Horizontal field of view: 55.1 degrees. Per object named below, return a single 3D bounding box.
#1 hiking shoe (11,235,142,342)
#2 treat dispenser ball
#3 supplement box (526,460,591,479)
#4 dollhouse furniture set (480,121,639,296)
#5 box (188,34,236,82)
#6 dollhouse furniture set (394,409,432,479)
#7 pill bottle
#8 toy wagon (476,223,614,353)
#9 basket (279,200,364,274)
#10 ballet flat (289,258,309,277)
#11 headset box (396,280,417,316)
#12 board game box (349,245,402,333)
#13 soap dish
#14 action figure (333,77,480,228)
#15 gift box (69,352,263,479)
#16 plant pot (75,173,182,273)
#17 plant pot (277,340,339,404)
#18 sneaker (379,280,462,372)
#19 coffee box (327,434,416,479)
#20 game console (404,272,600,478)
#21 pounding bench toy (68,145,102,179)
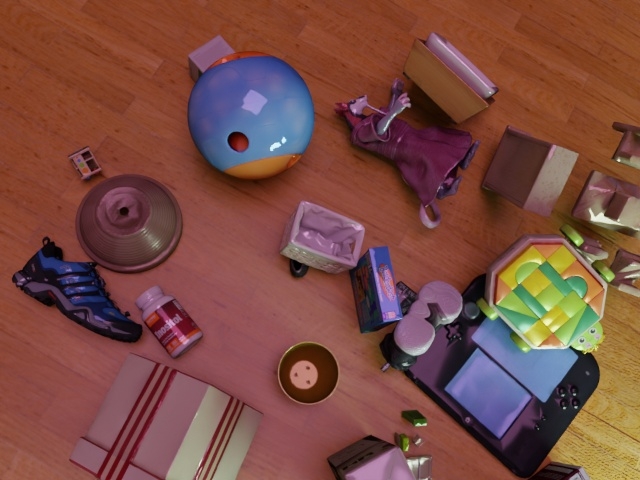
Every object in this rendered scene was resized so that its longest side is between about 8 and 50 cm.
[{"bbox_3d":[-0.507,0.111,1.327,0.304,0.113,0.132,30,73,0],"label":"hiking shoe"},{"bbox_3d":[-0.156,-0.282,1.400,0.288,0.288,0.288,2,74,-8],"label":"treat dispenser ball"},{"bbox_3d":[0.470,0.583,1.343,0.239,0.130,0.073,-27,81,-14],"label":"supplement box"},{"bbox_3d":[0.639,-0.119,1.495,0.394,0.256,0.362,17,106,-12],"label":"dollhouse furniture set"},{"bbox_3d":[-0.261,-0.428,1.521,0.102,0.101,0.087,-39,83,-17],"label":"box"},{"bbox_3d":[0.208,0.468,1.390,0.076,0.058,0.151,-1,94,-17],"label":"dollhouse furniture set"},{"bbox_3d":[-0.336,0.177,1.351,0.086,0.086,0.152,-39,83,-17],"label":"pill bottle"},{"bbox_3d":[0.535,0.139,1.390,0.344,0.068,0.267,44,100,-13],"label":"toy wagon"},{"bbox_3d":[0.000,0.000,1.406,0.167,0.103,0.113,21,64,-15],"label":"basket"},{"bbox_3d":[-0.040,0.005,1.464,0.058,0.049,0.173,6,74,-4],"label":"ballet flat"},{"bbox_3d":[0.203,0.147,1.472,0.083,0.032,0.062,39,73,2],"label":"headset box"},{"bbox_3d":[0.119,0.116,1.375,0.047,0.210,0.160,-7,77,-12],"label":"board game box"},{"bbox_3d":[0.326,-0.400,1.529,0.229,0.291,0.118,44,113,3],"label":"soap dish"},{"bbox_3d":[0.193,-0.244,1.537,0.370,0.248,0.275,25,115,11],"label":"action figure"},{"bbox_3d":[-0.277,0.405,1.194,0.255,0.276,0.258,10,65,35],"label":"gift box"},{"bbox_3d":[-0.435,-0.051,1.387,0.237,0.110,0.237,3,74,-9],"label":"plant pot"},{"bbox_3d":[-0.032,0.296,1.361,0.134,0.095,0.134,2,74,-8],"label":"plant pot"},{"bbox_3d":[0.219,0.198,1.399,0.101,0.153,0.268,42,41,11],"label":"sneaker"},{"bbox_3d":[0.114,0.498,1.223,0.119,0.297,0.168,-25,81,-11],"label":"coffee box"},{"bbox_3d":[0.437,0.304,1.453,0.386,0.060,0.342,42,72,4],"label":"game console"},{"bbox_3d":[-0.550,-0.181,1.437,0.052,0.083,0.065,-31,113,-13],"label":"pounding bench toy"}]
